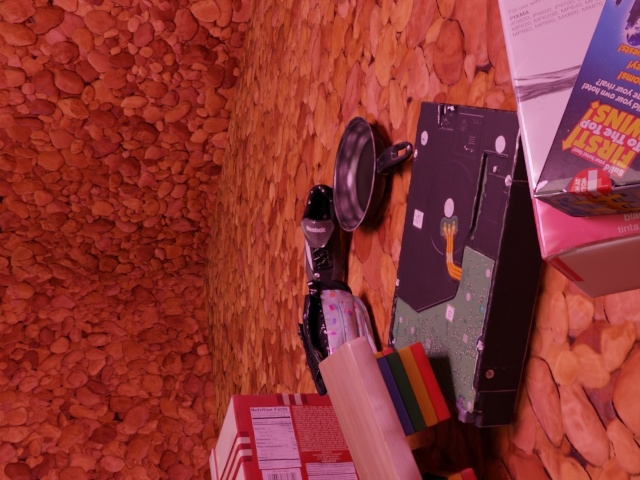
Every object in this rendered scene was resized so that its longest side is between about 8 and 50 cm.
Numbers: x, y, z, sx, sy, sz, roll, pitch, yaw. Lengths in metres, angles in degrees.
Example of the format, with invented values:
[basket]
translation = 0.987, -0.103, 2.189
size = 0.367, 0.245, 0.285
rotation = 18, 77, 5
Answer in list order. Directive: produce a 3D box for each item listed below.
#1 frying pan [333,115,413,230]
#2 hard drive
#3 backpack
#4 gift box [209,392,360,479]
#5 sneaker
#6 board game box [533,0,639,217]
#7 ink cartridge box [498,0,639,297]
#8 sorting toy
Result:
[frying pan]
translation = 0.085, -0.141, 1.095
size = 0.326, 0.053, 0.197
rotation = 127, 142, -58
[hard drive]
translation = 0.170, 0.013, 0.789
size = 0.237, 0.064, 0.338
rotation = -141, 56, -69
[backpack]
translation = 0.029, 0.170, 1.131
size = 0.151, 0.115, 0.182
rotation = 95, 165, -49
[gift box]
translation = -0.071, 0.451, 1.185
size = 0.276, 0.255, 0.258
rotation = -101, 24, -46
[sneaker]
translation = 0.000, 0.000, 1.251
size = 0.106, 0.078, 0.234
rotation = 36, -127, -73
[board game box]
translation = 0.211, -0.077, 0.340
size = 0.194, 0.060, 0.194
rotation = 43, 109, 44
[ink cartridge box]
translation = 0.210, -0.082, 0.499
size = 0.092, 0.159, 0.217
rotation = -16, 68, 29
[sorting toy]
translation = 0.097, 0.247, 0.821
size = 0.255, 0.090, 0.257
rotation = 115, 135, -72
